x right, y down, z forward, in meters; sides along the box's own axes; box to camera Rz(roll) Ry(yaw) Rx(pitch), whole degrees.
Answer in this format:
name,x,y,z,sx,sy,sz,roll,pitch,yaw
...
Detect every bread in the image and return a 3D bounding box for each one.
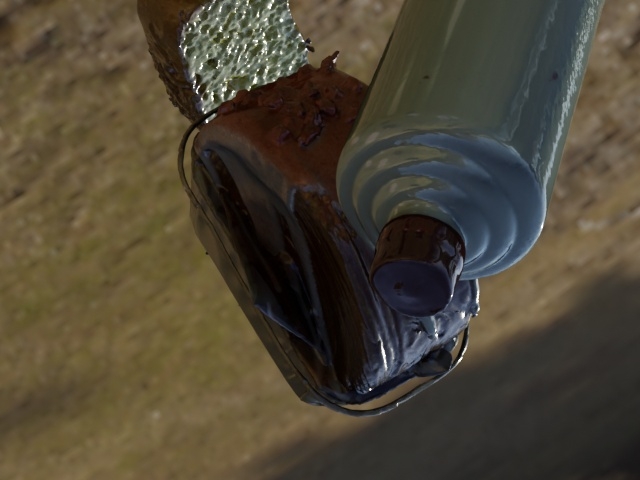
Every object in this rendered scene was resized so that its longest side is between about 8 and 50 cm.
name,x,y,z,sx,sy,sz,roll,pitch,yaw
bread,-0.067,-0.140,1.361,0.103,0.065,0.187,-46,152,-10
bread,0.000,0.000,1.216,0.142,0.224,0.212,-29,170,-21

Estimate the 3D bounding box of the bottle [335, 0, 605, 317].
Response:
name,x,y,z,sx,sy,sz,roll,pitch,yaw
bottle,0.072,-0.061,0.955,0.104,0.104,0.245,-48,-165,45
